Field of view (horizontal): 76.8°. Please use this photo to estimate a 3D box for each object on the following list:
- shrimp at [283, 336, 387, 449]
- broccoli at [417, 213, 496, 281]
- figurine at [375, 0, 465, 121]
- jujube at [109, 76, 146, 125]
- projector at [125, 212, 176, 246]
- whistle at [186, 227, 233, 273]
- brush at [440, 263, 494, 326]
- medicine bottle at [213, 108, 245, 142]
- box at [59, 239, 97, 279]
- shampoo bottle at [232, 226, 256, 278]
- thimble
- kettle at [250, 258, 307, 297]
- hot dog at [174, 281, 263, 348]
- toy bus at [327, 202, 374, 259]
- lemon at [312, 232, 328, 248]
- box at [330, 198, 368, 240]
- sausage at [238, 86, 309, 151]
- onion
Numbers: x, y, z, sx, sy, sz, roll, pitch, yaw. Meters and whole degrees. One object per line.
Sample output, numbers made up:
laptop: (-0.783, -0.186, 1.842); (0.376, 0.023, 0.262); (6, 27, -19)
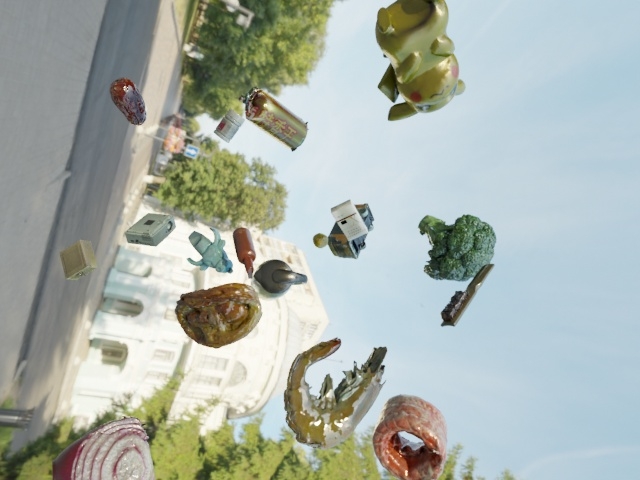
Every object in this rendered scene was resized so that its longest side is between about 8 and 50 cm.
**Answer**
shrimp: (0.028, 0.254, 0.736); (0.253, 0.173, 0.058); (-44, -175, -41)
broccoli: (0.434, 0.020, 1.328); (0.270, 0.270, 0.269); (48, -59, 38)
figurine: (0.230, -0.421, 0.970); (0.218, 0.326, 0.169); (-26, -138, 12)
jujube: (-0.509, -0.366, 1.074); (0.129, 0.078, 0.077); (84, 3, -51)
projector: (-0.610, -0.042, 1.455); (0.147, 0.115, 0.061); (-69, 164, -56)
whistle: (-0.471, 0.054, 1.742); (0.186, 0.274, 0.093); (-53, 161, 5)
brush: (0.357, 0.121, 0.978); (0.248, 0.036, 0.043); (-38, -165, -36)
medicine bottle: (-0.282, -0.355, 1.250); (0.091, 0.058, 0.058); (-52, -154, 7)
box: (-0.625, 0.052, 1.043); (0.080, 0.035, 0.083); (-26, -104, 15)
shampoo bottle: (-0.306, 0.046, 1.642); (0.085, 0.086, 0.244); (-60, -146, 29)
thimble: (0.289, 0.637, 1.295); (0.239, 0.239, 0.162); (-64, 167, 20)
kettle: (-0.164, 0.156, 1.620); (0.236, 0.222, 0.161); (136, -42, -72)
hot dog: (-0.283, 0.201, 1.091); (0.259, 0.175, 0.114); (-18, -165, 29)
toy bus: (0.150, -0.047, 2.009); (0.167, 0.138, 0.275); (2, -130, 30)
lemon: (0.000, 0.000, 1.636); (0.092, 0.065, 0.065); (-20, 129, -84)
box: (0.109, -0.075, 1.508); (0.084, 0.154, 0.040); (-23, -142, 16)
sausage: (-0.166, -0.429, 1.391); (0.117, 0.317, 0.125); (41, -80, 31)
onion: (-0.525, 0.575, 0.971); (0.207, 0.206, 0.216); (-56, -132, 35)
